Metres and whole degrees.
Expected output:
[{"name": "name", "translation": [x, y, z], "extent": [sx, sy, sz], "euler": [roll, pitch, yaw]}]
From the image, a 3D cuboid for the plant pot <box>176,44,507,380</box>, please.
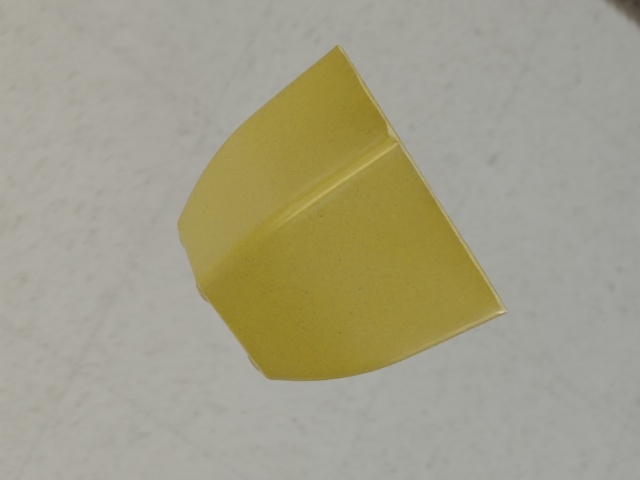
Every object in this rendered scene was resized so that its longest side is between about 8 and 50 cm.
[{"name": "plant pot", "translation": [0.000, 0.000, 0.642], "extent": [0.083, 0.081, 0.081], "euler": [-33, 121, 3]}]
